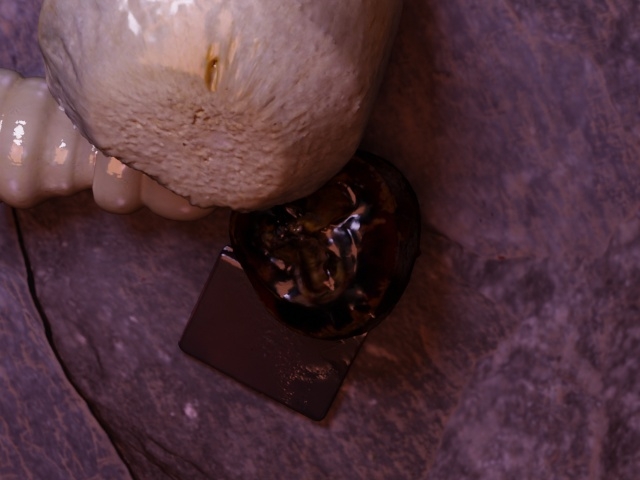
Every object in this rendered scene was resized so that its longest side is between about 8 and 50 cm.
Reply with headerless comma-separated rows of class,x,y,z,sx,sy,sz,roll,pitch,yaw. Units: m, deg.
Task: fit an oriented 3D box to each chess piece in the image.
chess piece,-0.254,-0.099,1.768,0.300,0.167,0.167,10,105,4

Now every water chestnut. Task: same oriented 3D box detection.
water chestnut,0.000,0.000,1.706,0.224,0.238,0.223,3,99,20

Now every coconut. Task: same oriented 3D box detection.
coconut,-0.099,-0.246,1.609,0.345,0.415,0.415,-26,98,36

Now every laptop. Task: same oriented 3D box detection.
laptop,-0.057,0.116,1.847,0.207,0.026,0.154,27,108,4
